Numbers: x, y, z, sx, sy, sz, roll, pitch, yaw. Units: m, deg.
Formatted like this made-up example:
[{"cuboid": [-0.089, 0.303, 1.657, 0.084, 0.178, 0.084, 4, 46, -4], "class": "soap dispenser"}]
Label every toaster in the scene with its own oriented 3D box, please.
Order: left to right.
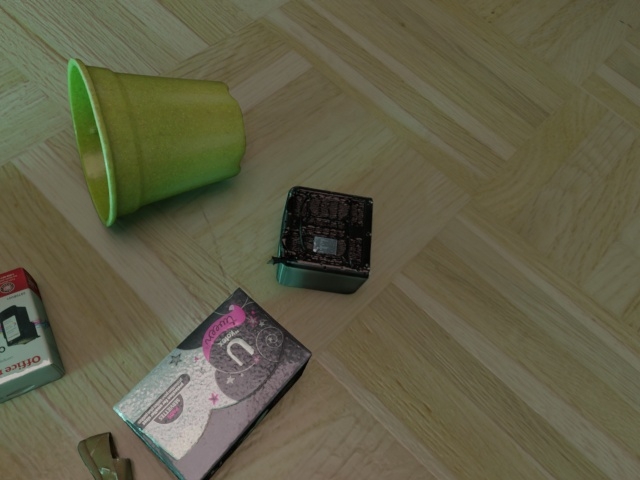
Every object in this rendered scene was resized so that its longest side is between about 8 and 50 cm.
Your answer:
[{"cuboid": [0.000, 0.000, 0.957, 0.185, 0.110, 0.168, 8, 61, -7], "class": "toaster"}]

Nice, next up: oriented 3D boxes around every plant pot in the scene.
[{"cuboid": [-0.282, -0.184, 0.935, 0.253, 0.276, 0.276, -14, 66, -29], "class": "plant pot"}]

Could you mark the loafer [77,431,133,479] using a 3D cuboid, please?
[{"cuboid": [-0.295, 0.340, 0.756, 0.050, 0.056, 0.148, -37, 74, -18], "class": "loafer"}]

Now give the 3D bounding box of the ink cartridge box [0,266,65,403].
[{"cuboid": [-0.491, 0.149, 0.809, 0.127, 0.072, 0.175, -22, 68, -21], "class": "ink cartridge box"}]

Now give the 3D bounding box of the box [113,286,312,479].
[{"cuboid": [-0.156, 0.223, 0.794, 0.163, 0.142, 0.247, 40, 63, 11], "class": "box"}]
